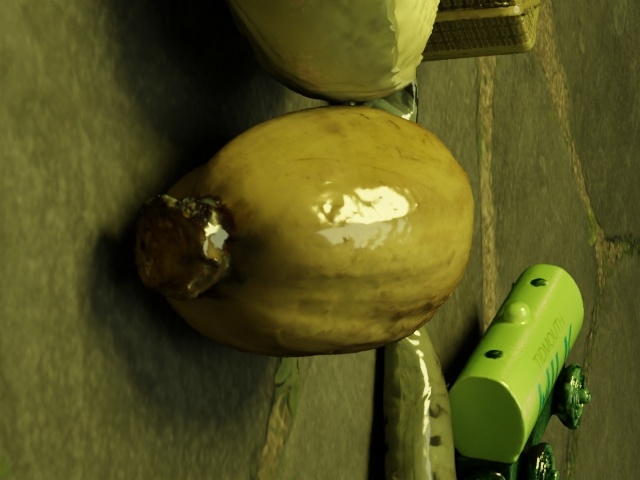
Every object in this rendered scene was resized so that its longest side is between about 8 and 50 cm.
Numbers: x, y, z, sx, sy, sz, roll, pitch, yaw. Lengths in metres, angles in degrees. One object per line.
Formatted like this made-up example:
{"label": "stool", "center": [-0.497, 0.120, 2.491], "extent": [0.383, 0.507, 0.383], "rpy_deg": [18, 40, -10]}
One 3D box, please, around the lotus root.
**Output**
{"label": "lotus root", "center": [0.000, 0.000, 0.827], "extent": [0.257, 0.154, 0.140], "rpy_deg": [-12, 64, -51]}

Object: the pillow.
{"label": "pillow", "center": [0.077, 0.171, 1.085], "extent": [0.093, 0.051, 0.241], "rpy_deg": [50, 33, -65]}

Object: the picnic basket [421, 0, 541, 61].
{"label": "picnic basket", "center": [0.118, -0.228, 1.154], "extent": [0.079, 0.115, 0.164], "rpy_deg": [59, 36, -51]}

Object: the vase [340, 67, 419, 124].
{"label": "vase", "center": [0.042, -0.114, 1.033], "extent": [0.060, 0.060, 0.211], "rpy_deg": [-26, 111, -65]}

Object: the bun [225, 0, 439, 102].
{"label": "bun", "center": [0.000, -0.222, 0.849], "extent": [0.287, 0.146, 0.287], "rpy_deg": [4, 90, -80]}

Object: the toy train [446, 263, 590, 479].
{"label": "toy train", "center": [0.167, 0.122, 1.227], "extent": [0.253, 0.105, 0.157], "rpy_deg": [-48, 139, -56]}
